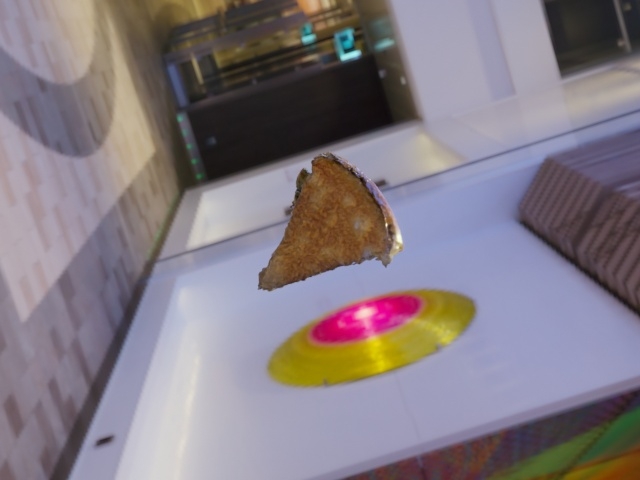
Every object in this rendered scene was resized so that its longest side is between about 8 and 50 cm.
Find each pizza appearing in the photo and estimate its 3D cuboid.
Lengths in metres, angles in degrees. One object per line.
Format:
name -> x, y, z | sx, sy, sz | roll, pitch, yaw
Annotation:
pizza -> 0.000, 0.000, 1.256 | 0.185, 0.195, 0.052 | 55, 14, 30
